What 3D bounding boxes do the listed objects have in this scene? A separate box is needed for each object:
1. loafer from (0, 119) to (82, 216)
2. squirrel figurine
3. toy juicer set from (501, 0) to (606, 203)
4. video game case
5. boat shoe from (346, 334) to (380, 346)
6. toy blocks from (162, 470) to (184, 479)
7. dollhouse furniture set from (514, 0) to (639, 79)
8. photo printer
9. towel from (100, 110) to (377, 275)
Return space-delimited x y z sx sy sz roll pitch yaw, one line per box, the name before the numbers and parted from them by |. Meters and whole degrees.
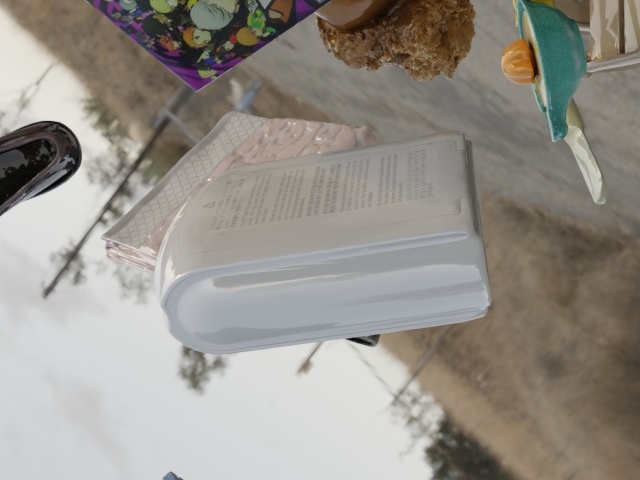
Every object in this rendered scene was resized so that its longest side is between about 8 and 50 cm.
loafer | -0.414 -0.048 1.310 0.109 0.302 0.095 60 175 -6
squirrel figurine | 0.156 -0.483 2.025 0.281 0.370 0.397 -70 -33 -63
toy juicer set | 0.246 -0.218 1.324 0.209 0.089 0.329 -92 -13 -68
video game case | -0.115 -0.261 1.051 0.232 0.210 0.042 39 -146 -38
boat shoe | -0.030 0.069 1.311 0.219 0.070 0.078 15 166 -10
toy blocks | -0.120 0.362 1.197 0.261 0.191 0.381 45 178 42
dollhouse furniture set | 0.443 -0.381 1.584 0.174 0.303 0.355 -1 180 -28
photo printer | 0.000 0.000 1.089 0.256 0.307 0.107 -81 -19 -64
towel | -0.126 -0.068 1.675 0.317 0.332 0.053 14 142 46
